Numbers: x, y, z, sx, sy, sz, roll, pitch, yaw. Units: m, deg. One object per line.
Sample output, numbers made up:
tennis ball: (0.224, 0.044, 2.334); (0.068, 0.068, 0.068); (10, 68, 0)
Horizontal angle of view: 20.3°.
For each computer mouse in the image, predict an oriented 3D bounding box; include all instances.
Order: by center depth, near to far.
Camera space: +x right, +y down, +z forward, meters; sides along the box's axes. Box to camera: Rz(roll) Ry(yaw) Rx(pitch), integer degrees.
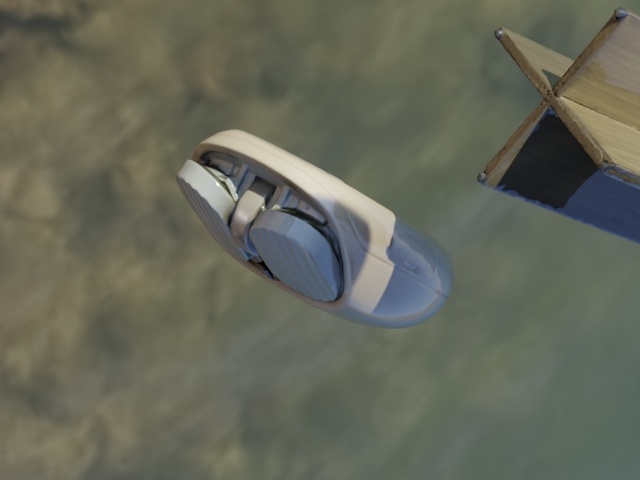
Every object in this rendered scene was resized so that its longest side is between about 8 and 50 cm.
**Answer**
computer mouse: (0.000, 0.000, 1.183); (0.082, 0.145, 0.236); (-61, 152, 1)

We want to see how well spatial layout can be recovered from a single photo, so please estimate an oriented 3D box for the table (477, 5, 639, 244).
table: (0.209, -0.059, 1.100); (0.227, 0.167, 0.167); (17, 108, -42)
